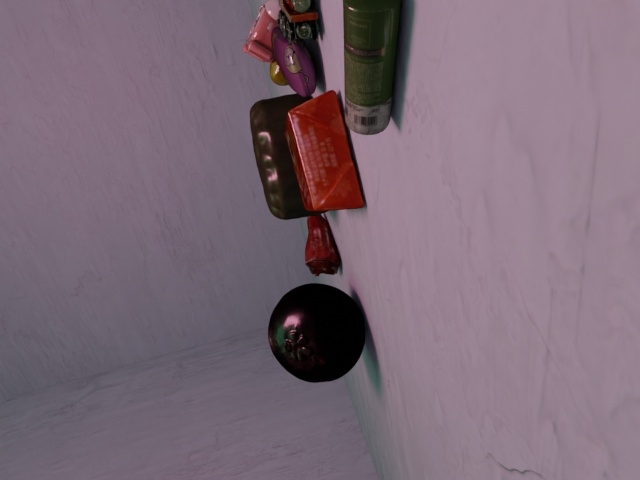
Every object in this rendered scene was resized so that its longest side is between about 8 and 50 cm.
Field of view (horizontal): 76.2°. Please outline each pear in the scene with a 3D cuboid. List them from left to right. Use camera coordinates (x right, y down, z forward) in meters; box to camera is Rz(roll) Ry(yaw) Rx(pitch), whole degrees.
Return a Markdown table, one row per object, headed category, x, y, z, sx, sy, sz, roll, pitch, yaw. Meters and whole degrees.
| category | x | y | z | sx | sy | sz | roll | pitch | yaw |
| --- | --- | --- | --- | --- | --- | --- | --- | --- | --- |
| pear | -0.110 | -0.515 | 1.231 | 0.097 | 0.092 | 0.092 | 23 | 129 | 63 |

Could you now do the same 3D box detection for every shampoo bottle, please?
| category | x | y | z | sx | sy | sz | roll | pitch | yaw |
| --- | --- | --- | --- | --- | --- | --- | --- | --- | --- |
| shampoo bottle | 0.052 | -0.215 | 0.448 | 0.204 | 0.065 | 0.065 | 83 | 170 | -55 |

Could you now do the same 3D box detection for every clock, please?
| category | x | y | z | sx | sy | sz | roll | pitch | yaw |
| --- | --- | --- | --- | --- | --- | --- | --- | --- | --- |
| clock | -0.144 | -0.594 | 1.152 | 0.162 | 0.093 | 0.166 | -65 | 24 | 13 |

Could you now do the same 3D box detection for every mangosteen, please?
| category | x | y | z | sx | sy | sz | roll | pitch | yaw |
| --- | --- | --- | --- | --- | --- | --- | --- | --- | --- |
| mangosteen | 0.004 | 0.259 | 1.218 | 0.297 | 0.313 | 0.297 | 26 | 133 | 32 |

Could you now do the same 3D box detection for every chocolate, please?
| category | x | y | z | sx | sy | sz | roll | pitch | yaw |
| --- | --- | --- | --- | --- | --- | --- | --- | --- | --- |
| chocolate | 0.000 | -0.171 | 0.884 | 0.237 | 0.108 | 0.234 | -148 | 43 | -80 |

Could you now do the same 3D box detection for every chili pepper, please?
| category | x | y | z | sx | sy | sz | roll | pitch | yaw |
| --- | --- | --- | --- | --- | --- | --- | --- | --- | --- |
| chili pepper | 0.000 | 0.000 | 1.433 | 0.144 | 0.136 | 0.252 | 22 | -131 | -37 |

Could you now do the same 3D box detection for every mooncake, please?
| category | x | y | z | sx | sy | sz | roll | pitch | yaw |
| --- | --- | --- | --- | --- | --- | --- | --- | --- | --- |
| mooncake | -0.091 | -0.235 | 1.182 | 0.356 | 0.194 | 0.356 | 164 | 90 | -85 |

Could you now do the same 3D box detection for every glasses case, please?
| category | x | y | z | sx | sy | sz | roll | pitch | yaw |
| --- | --- | --- | --- | --- | --- | --- | --- | --- | --- |
| glasses case | -0.067 | -0.435 | 0.975 | 0.316 | 0.076 | 0.123 | -109 | -3 | -55 |

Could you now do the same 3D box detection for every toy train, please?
| category | x | y | z | sx | sy | sz | roll | pitch | yaw |
| --- | --- | --- | --- | --- | --- | --- | --- | --- | --- |
| toy train | -0.049 | -0.462 | 0.803 | 0.176 | 0.074 | 0.118 | -108 | 9 | -50 |
